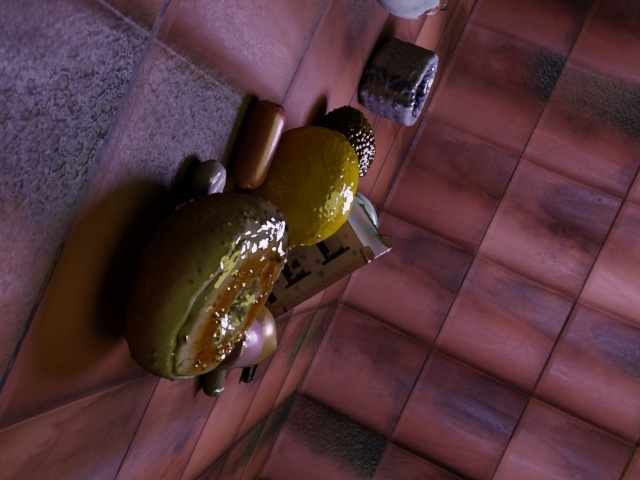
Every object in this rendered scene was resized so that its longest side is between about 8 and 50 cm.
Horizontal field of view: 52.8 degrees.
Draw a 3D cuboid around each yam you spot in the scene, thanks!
[{"bbox_3d":[-0.246,0.312,1.498,0.054,0.054,0.132,-54,165,-45],"label":"yam"}]

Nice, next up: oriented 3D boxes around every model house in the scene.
[{"bbox_3d":[-0.040,0.000,1.418,0.326,0.244,0.169,-33,-179,23],"label":"model house"}]

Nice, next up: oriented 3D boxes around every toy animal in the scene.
[{"bbox_3d":[-0.173,0.169,1.217,0.195,0.169,0.281,-62,169,0],"label":"toy animal"}]

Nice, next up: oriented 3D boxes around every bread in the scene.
[{"bbox_3d":[-0.173,0.059,0.958,0.305,0.159,0.305,-47,158,-25],"label":"bread"}]

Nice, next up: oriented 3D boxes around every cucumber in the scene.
[{"bbox_3d":[-0.203,0.369,1.886,0.034,0.033,0.134,-120,-140,-50],"label":"cucumber"}]

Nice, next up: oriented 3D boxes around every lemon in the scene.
[{"bbox_3d":[-0.031,-0.101,1.211,0.260,0.204,0.204,-61,169,-10],"label":"lemon"}]

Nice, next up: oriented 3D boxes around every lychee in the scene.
[{"bbox_3d":[0.053,-0.226,1.482,0.171,0.171,0.171,-61,169,-21],"label":"lychee"}]

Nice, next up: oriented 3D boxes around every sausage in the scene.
[{"bbox_3d":[-0.105,-0.160,1.091,0.154,0.062,0.062,-69,169,13],"label":"sausage"}]

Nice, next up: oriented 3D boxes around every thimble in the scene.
[{"bbox_3d":[0.214,-0.434,1.773,0.245,0.157,0.217,-45,155,-64],"label":"thimble"}]

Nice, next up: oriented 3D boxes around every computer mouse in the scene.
[{"bbox_3d":[-0.175,-0.087,0.985,0.066,0.039,0.096,-60,176,-25],"label":"computer mouse"}]

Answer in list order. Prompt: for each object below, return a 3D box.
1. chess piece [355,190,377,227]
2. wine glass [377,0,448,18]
[{"bbox_3d":[0.000,0.000,1.693,0.299,0.195,0.194,-42,156,-43],"label":"chess piece"},{"bbox_3d":[0.159,-0.532,1.228,0.357,0.191,0.190,-23,137,-67],"label":"wine glass"}]
